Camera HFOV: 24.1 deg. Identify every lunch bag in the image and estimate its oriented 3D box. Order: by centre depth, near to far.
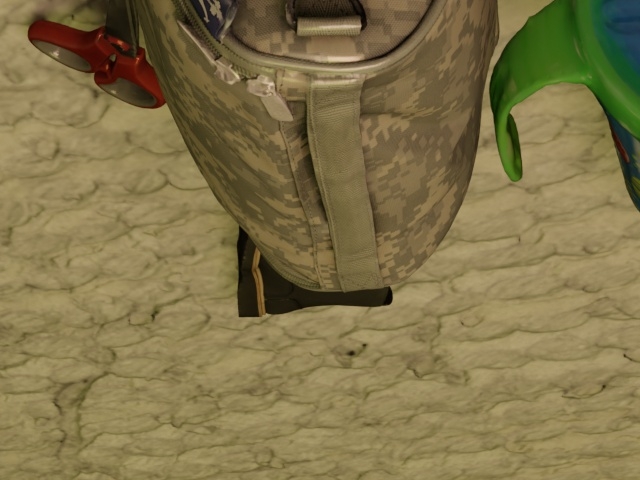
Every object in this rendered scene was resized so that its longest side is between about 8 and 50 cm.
[{"bbox_3d":[0.004,-0.133,0.848,0.213,0.256,0.305,-7,154,2],"label":"lunch bag"}]

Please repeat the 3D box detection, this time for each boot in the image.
[{"bbox_3d":[0.000,0.000,1.233,0.137,0.076,0.198,0,156,-4],"label":"boot"}]

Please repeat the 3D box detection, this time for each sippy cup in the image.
[{"bbox_3d":[0.283,-0.097,0.975,0.306,0.240,0.224,25,159,21],"label":"sippy cup"}]

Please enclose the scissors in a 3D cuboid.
[{"bbox_3d":[-0.122,-0.127,0.984,0.109,0.021,0.297,32,169,-19],"label":"scissors"}]
